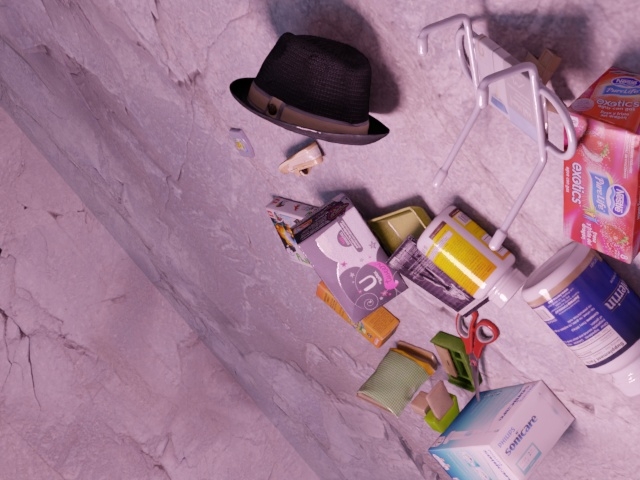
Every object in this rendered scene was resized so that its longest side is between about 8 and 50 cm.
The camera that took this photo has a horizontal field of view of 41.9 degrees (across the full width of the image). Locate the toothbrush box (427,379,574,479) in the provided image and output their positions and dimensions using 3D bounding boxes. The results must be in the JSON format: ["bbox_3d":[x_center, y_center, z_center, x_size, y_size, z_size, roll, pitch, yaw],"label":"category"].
[{"bbox_3d":[0.423,0.463,1.992,0.126,0.216,0.295,48,153,-1],"label":"toothbrush box"}]

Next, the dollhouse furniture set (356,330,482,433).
[{"bbox_3d":[0.226,0.332,2.131,0.301,0.197,0.151,15,141,47],"label":"dollhouse furniture set"}]

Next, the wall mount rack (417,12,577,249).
[{"bbox_3d":[0.255,-0.175,1.309,0.350,0.130,0.304,-121,10,-50],"label":"wall mount rack"}]

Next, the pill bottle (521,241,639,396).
[{"bbox_3d":[0.500,0.141,1.494,0.264,0.153,0.153,47,154,1],"label":"pill bottle"}]

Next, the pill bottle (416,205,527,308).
[{"bbox_3d":[0.307,0.037,1.684,0.215,0.117,0.117,42,154,13],"label":"pill bottle"}]

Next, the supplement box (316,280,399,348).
[{"bbox_3d":[0.099,0.182,2.256,0.233,0.080,0.078,38,155,14],"label":"supplement box"}]

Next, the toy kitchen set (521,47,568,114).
[{"bbox_3d":[0.358,-0.255,1.309,0.068,0.075,0.083,-107,37,-53],"label":"toy kitchen set"}]

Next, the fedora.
[{"bbox_3d":[-0.007,-0.306,1.604,0.334,0.334,0.152,31,116,31],"label":"fedora"}]

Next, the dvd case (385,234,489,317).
[{"bbox_3d":[0.258,0.080,1.823,0.221,0.018,0.164,35,156,2],"label":"dvd case"}]

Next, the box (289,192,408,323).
[{"bbox_3d":[0.068,0.041,1.957,0.247,0.163,0.142,55,-178,-21],"label":"box"}]

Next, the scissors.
[{"bbox_3d":[0.360,0.272,2.004,0.109,0.021,0.297,28,141,25],"label":"scissors"}]

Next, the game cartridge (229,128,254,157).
[{"bbox_3d":[-0.204,-0.253,2.183,0.056,0.017,0.083,10,136,46],"label":"game cartridge"}]

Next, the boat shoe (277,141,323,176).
[{"bbox_3d":[-0.047,-0.180,1.988,0.059,0.063,0.170,57,153,-5],"label":"boat shoe"}]

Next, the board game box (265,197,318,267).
[{"bbox_3d":[0.000,0.000,2.179,0.305,0.053,0.193,17,141,47],"label":"board game box"}]

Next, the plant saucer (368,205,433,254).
[{"bbox_3d":[0.217,0.002,1.858,0.188,0.045,0.188,52,154,-10],"label":"plant saucer"}]

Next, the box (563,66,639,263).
[{"bbox_3d":[0.448,-0.109,1.250,0.122,0.128,0.257,28,147,36],"label":"box"}]
